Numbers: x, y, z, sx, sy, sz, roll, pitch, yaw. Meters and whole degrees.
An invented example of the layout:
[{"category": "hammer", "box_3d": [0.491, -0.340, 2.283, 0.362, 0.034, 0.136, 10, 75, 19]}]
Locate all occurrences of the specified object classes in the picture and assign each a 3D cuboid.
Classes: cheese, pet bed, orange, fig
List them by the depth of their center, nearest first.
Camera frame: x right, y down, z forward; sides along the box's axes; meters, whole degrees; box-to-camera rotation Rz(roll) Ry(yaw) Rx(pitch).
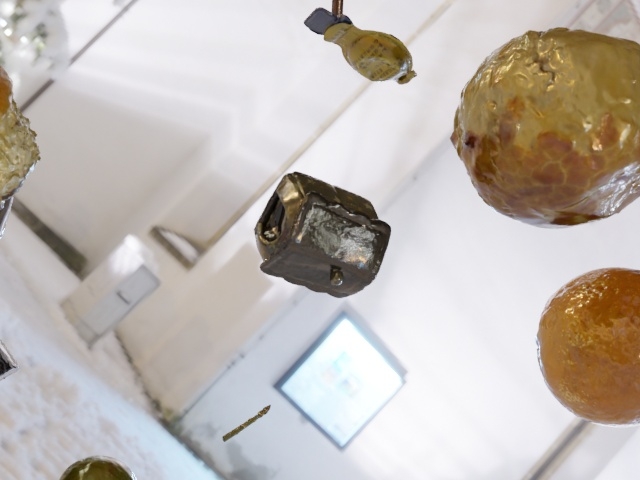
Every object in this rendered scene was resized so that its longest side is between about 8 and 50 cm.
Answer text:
[{"category": "fig", "box_3d": [-0.290, 0.419, 1.406, 0.245, 0.149, 0.149, 18, -8, -1]}, {"category": "pet bed", "box_3d": [0.000, 0.000, 1.667, 0.210, 0.183, 0.159, 21, 24, -28]}, {"category": "cheese", "box_3d": [0.084, -0.388, 1.824, 0.250, 0.064, 0.156, 28, -27, -21]}, {"category": "orange", "box_3d": [0.605, 0.220, 1.905, 0.293, 0.341, 0.341, 3, -31, 32]}]

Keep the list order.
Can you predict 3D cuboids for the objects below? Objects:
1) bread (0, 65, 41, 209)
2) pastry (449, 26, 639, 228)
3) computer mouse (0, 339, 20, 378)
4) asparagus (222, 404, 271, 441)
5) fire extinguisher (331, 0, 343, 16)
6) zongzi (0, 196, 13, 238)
[{"category": "bread", "box_3d": [-0.404, -0.080, 0.943, 0.174, 0.245, 0.121, 51, -1, 46]}, {"category": "pastry", "box_3d": [0.419, -0.183, 1.595, 0.388, 0.313, 0.388, 7, -8, 1]}, {"category": "computer mouse", "box_3d": [-0.545, 0.199, 1.365, 0.087, 0.168, 0.295, 61, -17, 1]}, {"category": "asparagus", "box_3d": [-0.142, 0.355, 1.772, 0.015, 0.114, 0.014, 56, -1, 42]}, {"category": "fire extinguisher", "box_3d": [0.051, -0.623, 2.180, 0.035, 0.173, 0.049, -8, 16, -38]}, {"category": "zongzi", "box_3d": [-0.664, -0.004, 1.676, 0.145, 0.274, 0.300, 25, -43, -13]}]
